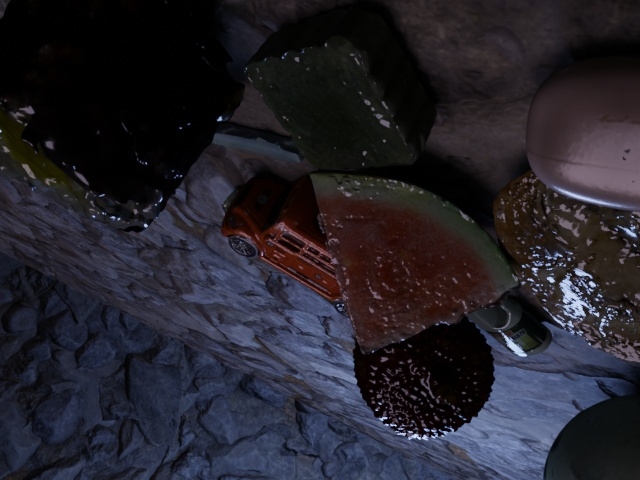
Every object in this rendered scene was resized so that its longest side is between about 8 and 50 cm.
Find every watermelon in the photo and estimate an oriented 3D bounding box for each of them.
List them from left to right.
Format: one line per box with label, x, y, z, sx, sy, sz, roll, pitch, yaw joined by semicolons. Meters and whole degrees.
watermelon;0.107;0.017;0.886;0.310;0.193;0.231;16;125;-17

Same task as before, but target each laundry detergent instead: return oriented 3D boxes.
laundry detergent;0.300;0.120;1.094;0.226;0.070;0.099;39;162;-22

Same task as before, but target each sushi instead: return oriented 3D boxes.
sushi;-0.279;-0.187;0.798;0.299;0.294;0.281;39;154;-27

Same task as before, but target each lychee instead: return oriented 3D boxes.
lychee;0.197;0.240;1.217;0.276;0.275;0.304;34;-179;-15

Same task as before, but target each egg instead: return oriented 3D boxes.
egg;0.592;0.454;1.132;0.345;0.345;0.428;19;140;18

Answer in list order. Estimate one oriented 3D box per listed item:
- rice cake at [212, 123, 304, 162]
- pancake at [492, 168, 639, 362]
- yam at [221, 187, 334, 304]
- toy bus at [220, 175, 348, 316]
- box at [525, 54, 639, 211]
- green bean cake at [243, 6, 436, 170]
rice cake;-0.105;-0.160;0.996;0.180;0.030;0.042;16;150;22
pancake;0.396;0.025;0.756;0.387;0.082;0.386;24;145;18
yam;-0.050;0.030;1.274;0.371;0.083;0.083;40;153;-28
toy bus;0.000;0.000;1.087;0.329;0.143;0.153;32;146;-8
box;0.297;-0.099;0.590;0.200;0.088;0.145;15;122;31
green bean cake;0.026;-0.177;0.748;0.183;0.094;0.185;4;147;43
